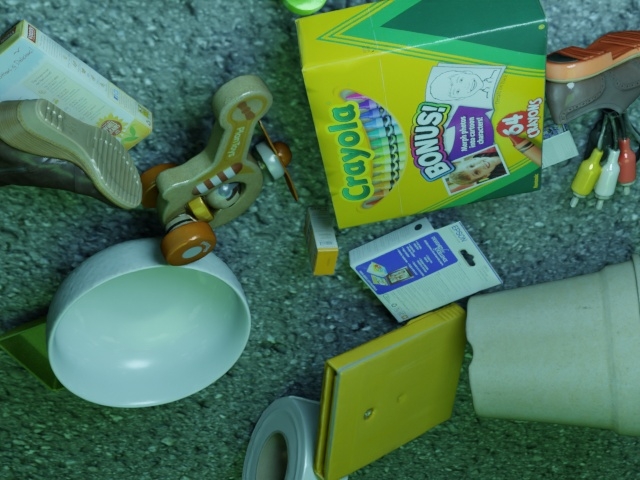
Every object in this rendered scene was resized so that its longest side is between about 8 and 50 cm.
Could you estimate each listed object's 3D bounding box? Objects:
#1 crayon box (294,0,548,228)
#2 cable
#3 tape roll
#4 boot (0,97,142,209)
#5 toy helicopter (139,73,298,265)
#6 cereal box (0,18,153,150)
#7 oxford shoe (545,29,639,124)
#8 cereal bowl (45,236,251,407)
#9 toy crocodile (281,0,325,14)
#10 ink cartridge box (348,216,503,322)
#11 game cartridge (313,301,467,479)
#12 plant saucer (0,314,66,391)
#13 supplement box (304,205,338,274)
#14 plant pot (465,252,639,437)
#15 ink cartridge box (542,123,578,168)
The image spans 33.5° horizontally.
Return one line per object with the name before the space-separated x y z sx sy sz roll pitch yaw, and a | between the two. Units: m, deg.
crayon box | 0.148 -0.180 1.487 0.313 0.106 0.363 -12 145 2
cable | 0.460 -0.171 1.631 0.139 0.072 0.287 -15 138 -11
tape roll | -0.054 0.456 2.103 0.100 0.286 0.286 16 133 -24
boot | -0.397 -0.107 1.511 0.207 0.090 0.248 -14 142 29
toy helicopter | -0.124 -0.118 1.543 0.235 0.140 0.355 -16 156 -25
cereal box | -0.381 -0.186 1.500 0.173 0.047 0.240 -31 134 25
oxford shoe | 0.418 -0.233 1.486 0.271 0.097 0.098 -17 115 -24
cereal bowl | -0.292 0.120 1.769 0.339 0.141 0.339 -12 135 -12
toy crocodile | -0.078 -0.357 1.318 0.340 0.105 0.115 7 172 -10
ink cartridge box | 0.185 0.046 1.854 0.208 0.045 0.206 -22 138 18
game cartridge | 0.134 0.278 1.965 0.323 0.052 0.285 -22 133 -34
plant saucer | -0.451 0.184 1.909 0.188 0.045 0.188 -19 138 13
supplement box | 0.000 0.000 1.732 0.036 0.098 0.062 -2 137 -12
plant pot | 0.422 0.197 1.894 0.305 0.334 0.334 -4 140 13
ink cartridge box | 0.343 -0.143 1.679 0.115 0.029 0.063 -21 138 15
